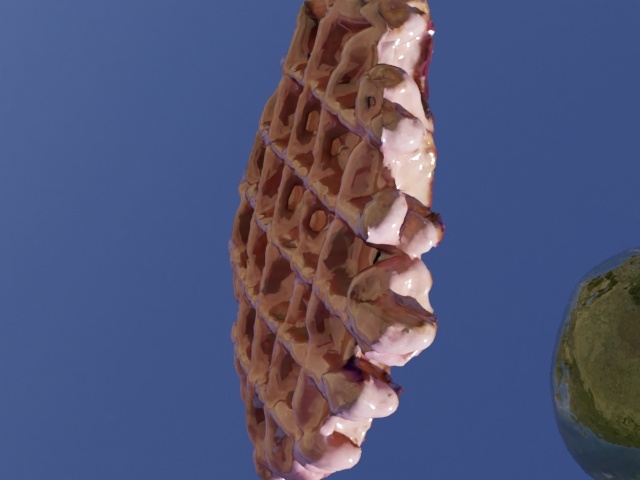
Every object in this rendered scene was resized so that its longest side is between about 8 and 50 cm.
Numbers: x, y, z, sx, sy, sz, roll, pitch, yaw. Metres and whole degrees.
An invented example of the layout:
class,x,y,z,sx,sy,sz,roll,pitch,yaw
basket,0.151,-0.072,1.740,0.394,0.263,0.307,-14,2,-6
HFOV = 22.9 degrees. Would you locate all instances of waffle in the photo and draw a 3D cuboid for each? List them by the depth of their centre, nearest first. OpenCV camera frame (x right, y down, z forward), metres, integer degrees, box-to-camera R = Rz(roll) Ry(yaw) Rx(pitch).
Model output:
class,x,y,z,sx,sy,sz,roll,pitch,yaw
waffle,0.000,0.000,0.714,0.234,0.055,0.221,122,-29,-60

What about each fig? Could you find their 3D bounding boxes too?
class,x,y,z,sx,sy,sz,roll,pitch,yaw
fig,0.251,0.097,1.043,0.195,0.195,0.245,-48,-177,6
